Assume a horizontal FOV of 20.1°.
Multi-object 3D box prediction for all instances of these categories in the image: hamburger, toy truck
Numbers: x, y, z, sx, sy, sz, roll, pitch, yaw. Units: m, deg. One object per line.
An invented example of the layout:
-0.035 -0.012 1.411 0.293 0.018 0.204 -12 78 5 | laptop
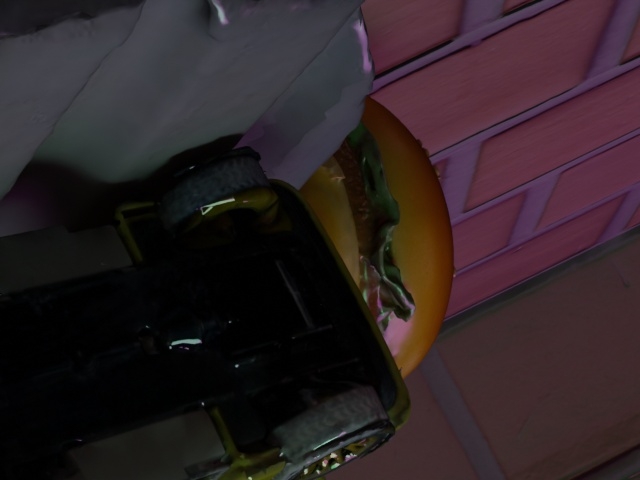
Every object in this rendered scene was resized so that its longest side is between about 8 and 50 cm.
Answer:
0.000 0.002 1.241 0.170 0.246 0.246 -8 158 -32 | hamburger
-0.113 0.072 0.635 0.272 0.124 0.157 -14 160 -40 | toy truck

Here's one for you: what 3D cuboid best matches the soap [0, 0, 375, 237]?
-0.189 -0.058 0.710 0.350 0.213 0.435 -15 162 -35 | soap
